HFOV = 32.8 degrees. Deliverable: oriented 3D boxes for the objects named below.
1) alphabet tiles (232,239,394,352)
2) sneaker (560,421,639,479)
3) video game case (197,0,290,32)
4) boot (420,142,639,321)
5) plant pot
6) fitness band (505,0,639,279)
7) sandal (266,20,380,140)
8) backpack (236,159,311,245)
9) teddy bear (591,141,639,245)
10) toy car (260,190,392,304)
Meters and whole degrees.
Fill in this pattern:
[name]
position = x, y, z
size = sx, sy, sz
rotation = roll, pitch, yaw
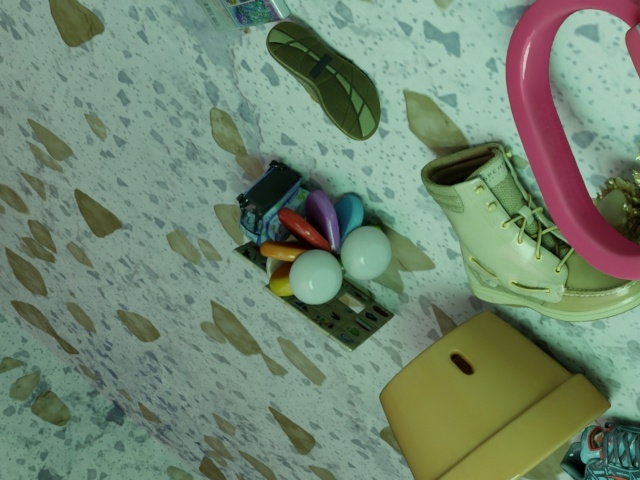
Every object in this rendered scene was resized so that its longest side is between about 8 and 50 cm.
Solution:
[alphabet tiles]
position = -0.015, 0.071, 1.634
size = 0.237, 0.198, 0.009
rotation = 35, 112, 12
[sneaker]
position = 0.410, 0.302, 1.471
size = 0.125, 0.104, 0.262
rotation = 35, 151, -1
[video game case]
position = -0.123, -0.336, 1.357
size = 0.143, 0.019, 0.157
rotation = 2, 131, 49
[boot]
position = 0.249, -0.014, 1.268
size = 0.262, 0.095, 0.203
rotation = 8, 135, 50
[plant pot]
position = 0.217, 0.234, 1.481
size = 0.203, 0.291, 0.291
rotation = 52, 154, 16
[fitness band]
position = 0.277, -0.105, 1.035
size = 0.209, 0.054, 0.291
rotation = -22, 87, 62
[sandal]
position = 0.005, -0.197, 1.345
size = 0.180, 0.072, 0.049
rotation = 43, 167, 1
[backpack]
position = -0.069, -0.044, 1.600
size = 0.084, 0.105, 0.114
rotation = 38, 154, 8
[teddy bear]
position = 0.426, 0.033, 1.101
size = 0.338, 0.113, 0.245
rotation = 33, 128, 21
[toy car]
position = 0.000, 0.000, 1.518
size = 0.159, 0.182, 0.136
rotation = 18, 130, 67
